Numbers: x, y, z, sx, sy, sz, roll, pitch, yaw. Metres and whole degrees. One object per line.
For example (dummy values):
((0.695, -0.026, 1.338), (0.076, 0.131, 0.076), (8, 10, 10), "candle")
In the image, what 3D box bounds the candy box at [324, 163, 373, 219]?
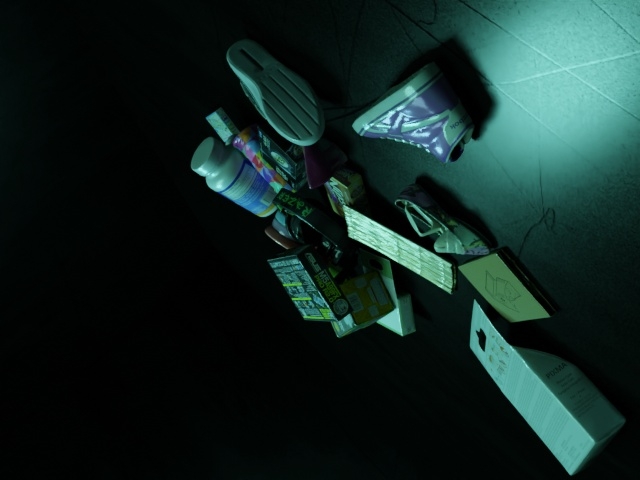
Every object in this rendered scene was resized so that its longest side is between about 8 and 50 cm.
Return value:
((0.065, -0.116, 1.798), (0.109, 0.053, 0.187), (39, 165, 32), "candy box")

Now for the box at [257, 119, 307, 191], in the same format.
((-0.086, -0.233, 1.899), (0.147, 0.077, 0.180), (45, 166, 12), "box")

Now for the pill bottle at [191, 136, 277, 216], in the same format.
((-0.243, -0.193, 2.154), (0.272, 0.152, 0.152), (31, 178, -33), "pill bottle")

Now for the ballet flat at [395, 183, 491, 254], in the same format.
((0.237, -0.027, 1.452), (0.221, 0.079, 0.077), (43, 164, 24), "ballet flat")

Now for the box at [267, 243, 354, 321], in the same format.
((-0.034, 0.123, 2.035), (0.216, 0.060, 0.270), (57, 160, -7), "box")

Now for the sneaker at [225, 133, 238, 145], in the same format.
((-0.252, -0.243, 2.325), (0.153, 0.101, 0.269), (31, 160, 45), "sneaker")

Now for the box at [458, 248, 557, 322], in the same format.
((0.376, 0.097, 1.475), (0.164, 0.021, 0.201), (49, 165, 1), "box")

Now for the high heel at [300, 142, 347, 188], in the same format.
((-0.053, -0.222, 1.744), (0.244, 0.117, 0.082), (43, 165, 23), "high heel")

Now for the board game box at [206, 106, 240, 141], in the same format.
((-0.315, -0.372, 2.340), (0.103, 0.026, 0.154), (53, 165, -14), "board game box")

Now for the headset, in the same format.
((0.000, 0.000, 2.001), (0.243, 0.185, 0.394), (33, 176, 37), "headset")

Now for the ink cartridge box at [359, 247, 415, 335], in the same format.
((0.192, 0.141, 2.093), (0.171, 0.056, 0.235), (23, 127, 60), "ink cartridge box")

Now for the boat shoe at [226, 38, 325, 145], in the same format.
((-0.088, -0.325, 1.637), (0.335, 0.121, 0.119), (54, 178, 28), "boat shoe")

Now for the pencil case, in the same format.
((-0.144, -0.221, 2.062), (0.236, 0.104, 0.104), (51, 166, 5), "pencil case")

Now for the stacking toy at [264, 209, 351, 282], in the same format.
((-0.009, 0.010, 2.357), (0.279, 0.130, 0.309), (25, -168, -48), "stacking toy")

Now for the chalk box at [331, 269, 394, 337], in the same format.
((0.098, 0.192, 2.109), (0.132, 0.132, 0.213), (66, 157, 10), "chalk box")

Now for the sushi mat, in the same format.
((0.188, 0.021, 1.741), (0.316, 0.019, 0.151), (30, 158, 27), "sushi mat")

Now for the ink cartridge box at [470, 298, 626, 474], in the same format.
((0.489, 0.316, 1.631), (0.385, 0.091, 0.308), (54, 170, 29), "ink cartridge box")

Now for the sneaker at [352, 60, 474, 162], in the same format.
((0.158, -0.186, 1.237), (0.161, 0.102, 0.282), (49, 166, -10), "sneaker")
